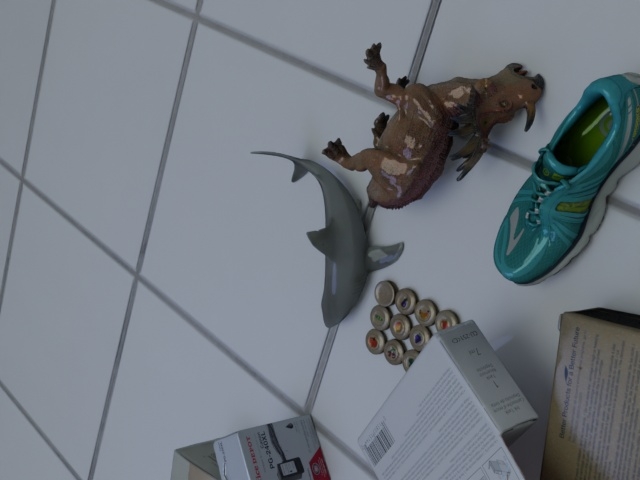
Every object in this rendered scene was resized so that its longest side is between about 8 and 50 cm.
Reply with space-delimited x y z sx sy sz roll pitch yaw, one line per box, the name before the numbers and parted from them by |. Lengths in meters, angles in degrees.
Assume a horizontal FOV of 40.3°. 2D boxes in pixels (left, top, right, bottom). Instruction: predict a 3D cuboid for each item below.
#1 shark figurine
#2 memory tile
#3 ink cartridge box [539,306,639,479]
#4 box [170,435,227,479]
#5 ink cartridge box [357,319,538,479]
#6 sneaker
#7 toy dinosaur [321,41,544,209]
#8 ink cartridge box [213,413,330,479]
shark figurine | 0.004 -0.028 1.235 0.166 0.116 0.278 -29 73 40
memory tile | 0.122 0.126 1.192 0.148 0.012 0.113 26 109 42
ink cartridge box | 0.344 0.204 0.922 0.193 0.088 0.235 15 104 45
box | -0.165 0.487 1.402 0.121 0.148 0.311 19 107 42
ink cartridge box | 0.171 0.282 1.050 0.261 0.066 0.296 60 148 26
sneaker | 0.266 -0.069 0.973 0.107 0.110 0.275 46 122 33
toy dinosaur | 0.127 -0.117 1.107 0.200 0.127 0.296 46 128 25
ink cartridge box | -0.071 0.329 1.296 0.063 0.150 0.109 -31 71 41
